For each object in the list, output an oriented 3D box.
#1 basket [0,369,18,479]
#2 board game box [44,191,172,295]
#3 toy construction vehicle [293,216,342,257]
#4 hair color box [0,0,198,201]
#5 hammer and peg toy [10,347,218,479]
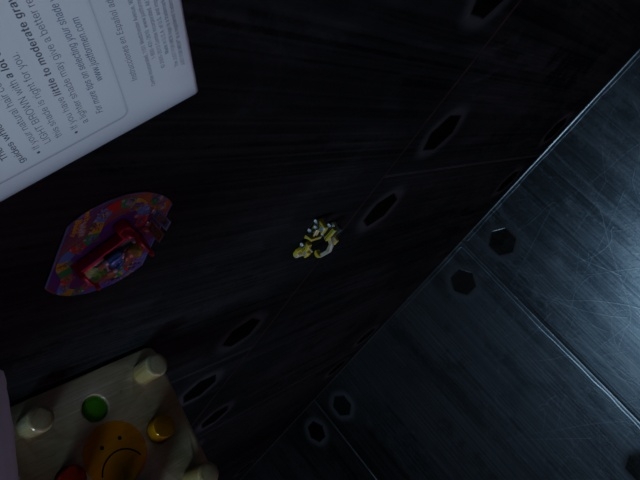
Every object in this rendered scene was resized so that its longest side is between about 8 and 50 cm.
[{"bbox_3d":[-0.384,0.267,0.360,0.331,0.328,0.266,-20,164,17],"label":"basket"},{"bbox_3d":[-0.232,0.017,0.694,0.133,0.033,0.168,-18,150,-50],"label":"board game box"},{"bbox_3d":[0.000,0.000,1.108,0.086,0.035,0.098,-14,147,-54],"label":"toy construction vehicle"},{"bbox_3d":[-0.246,-0.085,0.325,0.347,0.105,0.174,-35,161,-19],"label":"hair color box"},{"bbox_3d":[-0.333,0.333,0.849,0.361,0.266,0.127,-22,172,-47],"label":"hammer and peg toy"}]
